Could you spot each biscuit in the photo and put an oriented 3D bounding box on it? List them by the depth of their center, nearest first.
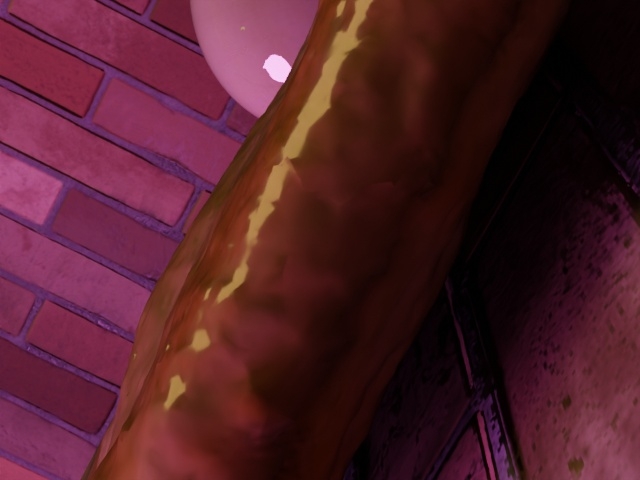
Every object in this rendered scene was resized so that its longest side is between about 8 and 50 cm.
[{"bbox_3d":[-0.001,-0.001,0.712,0.446,0.104,0.429,-63,1,7],"label":"biscuit"}]

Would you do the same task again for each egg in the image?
[{"bbox_3d":[0.013,-0.182,1.061,0.241,0.186,0.186,-66,7,-27],"label":"egg"}]
